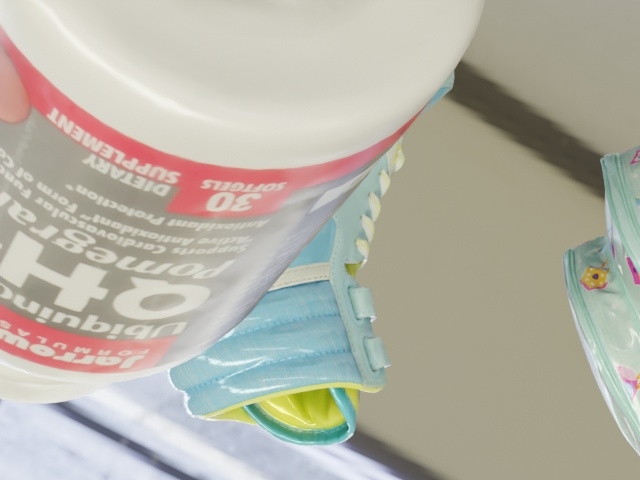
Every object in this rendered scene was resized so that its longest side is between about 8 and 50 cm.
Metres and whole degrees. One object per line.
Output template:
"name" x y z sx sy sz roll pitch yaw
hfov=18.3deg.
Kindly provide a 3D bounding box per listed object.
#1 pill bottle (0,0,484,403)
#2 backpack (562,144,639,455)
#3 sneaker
"pill bottle" -0.076 -0.050 0.757 0.176 0.176 0.318 29 150 -7
"backpack" 0.208 0.030 1.067 0.144 0.166 0.188 -16 106 12
"sneaker" 0.000 0.000 1.167 0.127 0.319 0.208 -26 94 50
